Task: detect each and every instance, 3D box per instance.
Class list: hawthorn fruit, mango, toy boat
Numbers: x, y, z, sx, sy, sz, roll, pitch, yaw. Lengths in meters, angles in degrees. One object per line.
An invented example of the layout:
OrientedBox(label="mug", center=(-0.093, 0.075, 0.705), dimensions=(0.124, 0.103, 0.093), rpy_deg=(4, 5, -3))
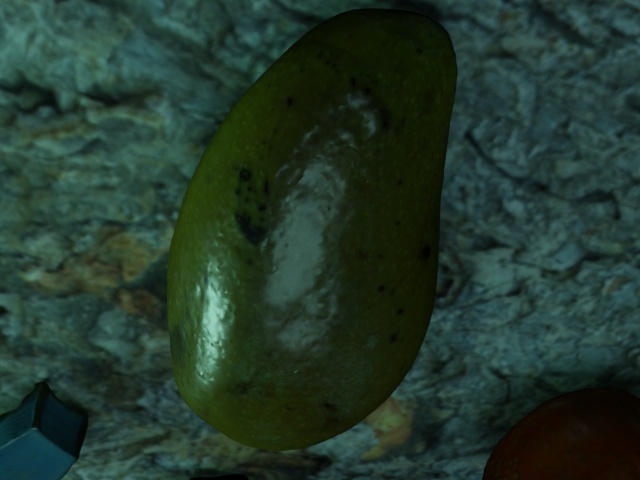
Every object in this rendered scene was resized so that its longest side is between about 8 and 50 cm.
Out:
OrientedBox(label="hawthorn fruit", center=(0.274, 0.176, 0.919), dimensions=(0.285, 0.165, 0.165), rpy_deg=(-35, 124, 15))
OrientedBox(label="mango", center=(-0.006, 0.004, 0.746), dimensions=(0.176, 0.176, 0.329), rpy_deg=(-30, 144, -41))
OrientedBox(label="toy boat", center=(-0.283, 0.192, 0.940), dimensions=(0.185, 0.077, 0.075), rpy_deg=(-39, 122, 13))

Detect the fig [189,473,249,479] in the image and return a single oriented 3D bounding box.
OrientedBox(label="fig", center=(-0.080, 0.346, 0.985), dimensions=(0.214, 0.235, 0.235), rpy_deg=(-48, 126, -14))
